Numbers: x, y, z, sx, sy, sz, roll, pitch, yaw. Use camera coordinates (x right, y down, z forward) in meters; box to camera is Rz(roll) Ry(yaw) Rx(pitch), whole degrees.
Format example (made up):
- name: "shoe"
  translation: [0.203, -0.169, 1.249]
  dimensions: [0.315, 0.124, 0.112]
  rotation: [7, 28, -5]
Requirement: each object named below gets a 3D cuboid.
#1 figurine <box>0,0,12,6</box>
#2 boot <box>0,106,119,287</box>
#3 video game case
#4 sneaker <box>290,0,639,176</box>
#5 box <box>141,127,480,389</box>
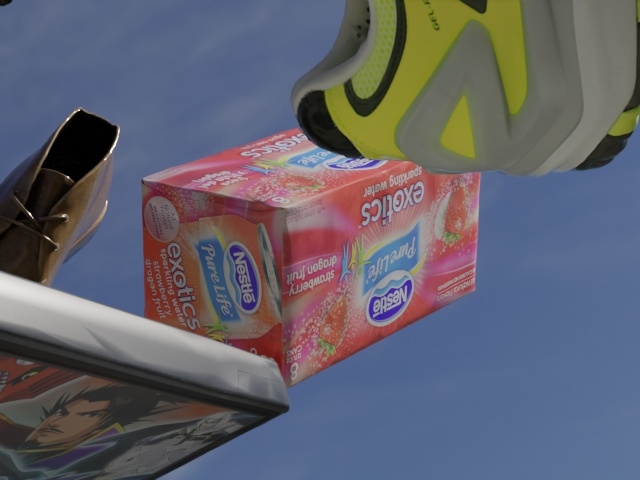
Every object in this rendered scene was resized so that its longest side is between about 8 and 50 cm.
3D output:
- name: "figurine"
  translation: [-0.403, -0.275, 1.535]
  dimensions: [0.214, 0.092, 0.209]
  rotation: [-21, -26, -3]
- name: "boot"
  translation: [-0.243, 0.001, 1.325]
  dimensions: [0.112, 0.305, 0.115]
  rotation: [29, -49, -3]
- name: "video game case"
  translation: [-0.187, 0.098, 0.791]
  dimensions: [0.248, 0.035, 0.275]
  rotation: [-30, -27, 22]
- name: "sneaker"
  translation: [0.042, -0.204, 0.671]
  dimensions: [0.147, 0.385, 0.145]
  rotation: [-8, 15, -4]
- name: "box"
  translation: [0.000, 0.000, 1.398]
  dimensions: [0.142, 0.154, 0.300]
  rotation: [12, 20, 33]
